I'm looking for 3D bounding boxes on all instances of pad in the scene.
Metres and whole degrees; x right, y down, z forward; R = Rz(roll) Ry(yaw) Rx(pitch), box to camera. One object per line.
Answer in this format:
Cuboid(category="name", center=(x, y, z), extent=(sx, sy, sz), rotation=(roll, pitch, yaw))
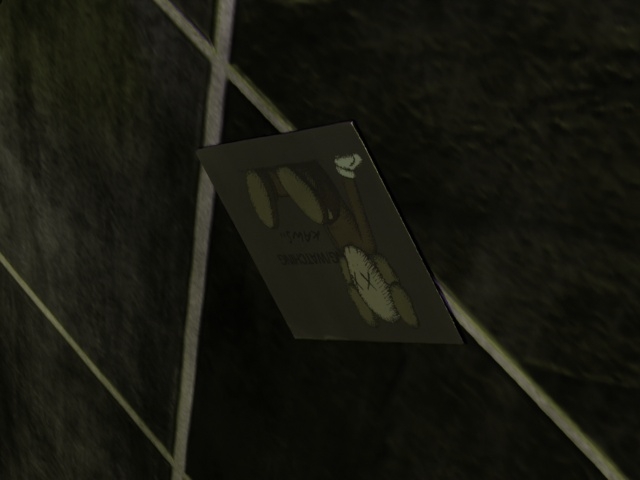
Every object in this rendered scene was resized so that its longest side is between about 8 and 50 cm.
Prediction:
Cuboid(category="pad", center=(0.000, 0.000, 1.002), extent=(0.127, 0.004, 0.190), rotation=(62, 156, -12))

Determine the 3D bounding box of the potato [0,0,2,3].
Cuboid(category="potato", center=(-0.237, -0.245, 1.017), extent=(0.271, 0.111, 0.160), rotation=(38, 160, 7))
